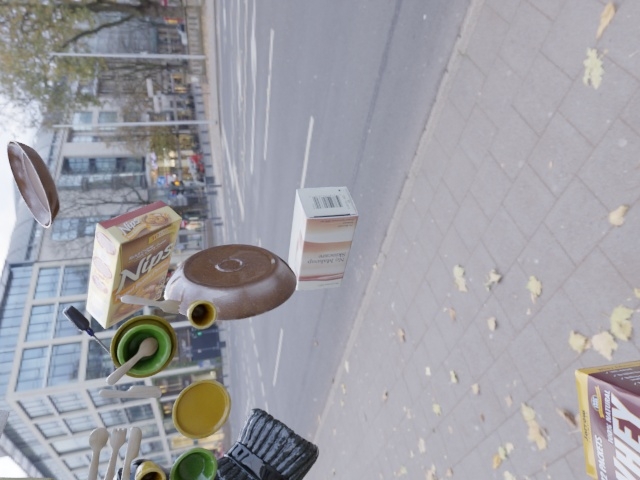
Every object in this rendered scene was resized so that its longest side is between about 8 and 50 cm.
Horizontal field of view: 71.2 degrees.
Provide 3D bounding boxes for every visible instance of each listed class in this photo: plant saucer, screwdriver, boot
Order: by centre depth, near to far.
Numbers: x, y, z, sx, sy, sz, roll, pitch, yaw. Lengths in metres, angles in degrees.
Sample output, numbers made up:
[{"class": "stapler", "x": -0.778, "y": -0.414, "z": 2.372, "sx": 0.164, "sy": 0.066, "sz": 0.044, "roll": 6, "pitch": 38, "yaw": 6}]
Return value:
[{"class": "plant saucer", "x": -0.134, "y": 0.050, "z": 0.673, "sx": 0.199, "sy": 0.198, "sz": 0.036, "roll": -125, "pitch": 31, "yaw": -60}, {"class": "screwdriver", "x": -0.416, "y": 0.187, "z": 0.831, "sx": 0.024, "sy": 0.025, "sz": 0.170, "roll": -81, "pitch": -32, "yaw": -60}, {"class": "plant saucer", "x": -0.534, "y": -0.107, "z": 0.838, "sx": 0.168, "sy": 0.029, "sz": 0.169, "roll": 24, "pitch": 128, "yaw": 35}, {"class": "boot", "x": -0.202, "y": 0.450, "z": 0.894, "sx": 0.260, "sy": 0.347, "sz": 0.131, "roll": -63, "pitch": -3, "yaw": -19}]

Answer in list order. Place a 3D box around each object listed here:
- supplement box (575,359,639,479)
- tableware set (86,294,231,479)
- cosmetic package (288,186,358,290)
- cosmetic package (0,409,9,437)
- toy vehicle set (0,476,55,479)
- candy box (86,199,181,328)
[{"class": "supplement box", "x": 0.409, "y": 0.204, "z": 0.444, "sx": 0.194, "sy": 0.191, "sz": 0.129, "roll": 173, "pitch": 90, "yaw": -85}, {"class": "tableware set", "x": -0.114, "y": 0.121, "z": 0.345, "sx": 0.024, "sy": 0.103, "sz": 0.154, "roll": 2, "pitch": 81, "yaw": 60}, {"class": "cosmetic package", "x": 0.000, "y": 0.000, "z": 1.290, "sx": 0.296, "sy": 0.153, "sz": 0.129, "roll": 99, "pitch": 160, "yaw": -45}, {"class": "cosmetic package", "x": -0.725, "y": 0.397, "z": 0.795, "sx": 0.138, "sy": 0.224, "sz": 0.224, "roll": -62, "pitch": 27, "yaw": 1}, {"class": "toy vehicle set", "x": -0.267, "y": 0.248, "z": 0.259, "sx": 0.267, "sy": 0.165, "sz": 0.035, "roll": 34, "pitch": 105, "yaw": 61}, {"class": "candy box", "x": -0.479, "y": 0.063, "z": 1.142, "sx": 0.087, "sy": 0.183, "sz": 0.317, "roll": 39, "pitch": 127, "yaw": 13}]
